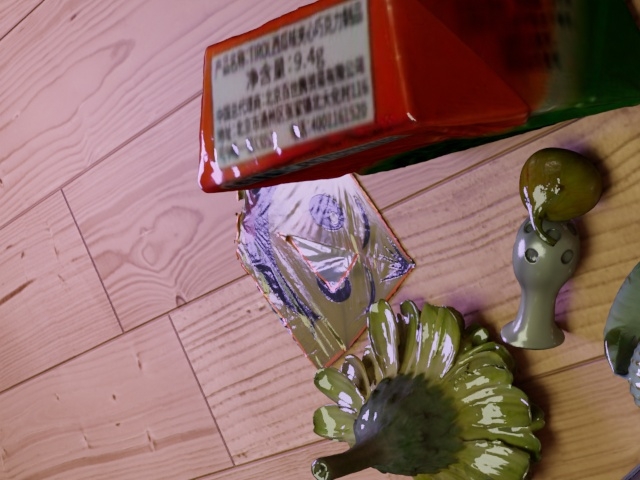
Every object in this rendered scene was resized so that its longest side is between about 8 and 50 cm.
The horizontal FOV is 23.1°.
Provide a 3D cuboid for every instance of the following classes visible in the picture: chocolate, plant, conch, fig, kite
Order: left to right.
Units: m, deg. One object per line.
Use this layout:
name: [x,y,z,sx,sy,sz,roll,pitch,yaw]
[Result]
kite: [-0.002,0.001,2.006,0.327,0.013,0.377,16,117,44]
chocolate: [0.097,-0.164,1.567,0.360,0.341,0.161,-14,87,52]
plant: [0.123,0.239,1.847,0.261,0.297,0.306,42,127,-17]
fig: [0.242,-0.051,1.636,0.084,0.098,0.082,45,159,-3]
conch: [0.376,0.093,1.525,0.200,0.131,0.172,-56,19,4]

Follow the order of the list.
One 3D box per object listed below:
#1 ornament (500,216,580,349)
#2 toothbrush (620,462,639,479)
ornament: [0.240,0.039,1.704,0.075,0.081,0.156,4,122,2]
toothbrush: [0.391,0.205,1.646,0.029,0.024,0.354,47,137,11]
